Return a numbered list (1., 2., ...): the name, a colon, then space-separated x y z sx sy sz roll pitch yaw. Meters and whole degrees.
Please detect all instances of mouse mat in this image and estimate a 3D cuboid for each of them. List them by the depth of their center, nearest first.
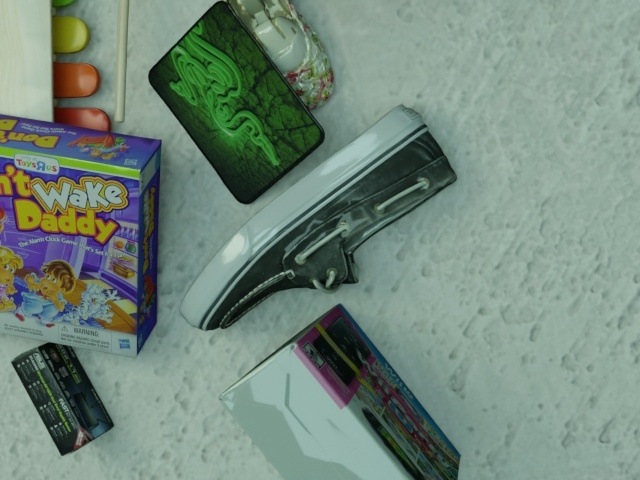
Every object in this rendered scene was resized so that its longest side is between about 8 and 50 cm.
1. mouse mat: -0.094 -0.146 1.447 0.153 0.007 0.189 -38 87 38

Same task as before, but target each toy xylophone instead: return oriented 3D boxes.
1. toy xylophone: -0.312 -0.219 1.471 0.236 0.081 0.322 8 94 8

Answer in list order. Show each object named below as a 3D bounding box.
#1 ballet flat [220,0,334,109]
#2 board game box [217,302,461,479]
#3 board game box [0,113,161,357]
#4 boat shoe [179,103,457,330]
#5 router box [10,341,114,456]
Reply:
1. ballet flat: -0.069 -0.246 1.440 0.091 0.077 0.241 -33 89 9
2. board game box: 0.032 0.190 1.334 0.097 0.303 0.224 -39 88 8
3. board game box: -0.351 -0.018 1.444 0.347 0.078 0.233 9 120 7
4. boat shoe: 0.000 0.000 1.421 0.335 0.121 0.119 -41 83 6
5. router box: -0.285 0.172 1.483 0.038 0.092 0.122 -28 89 9
